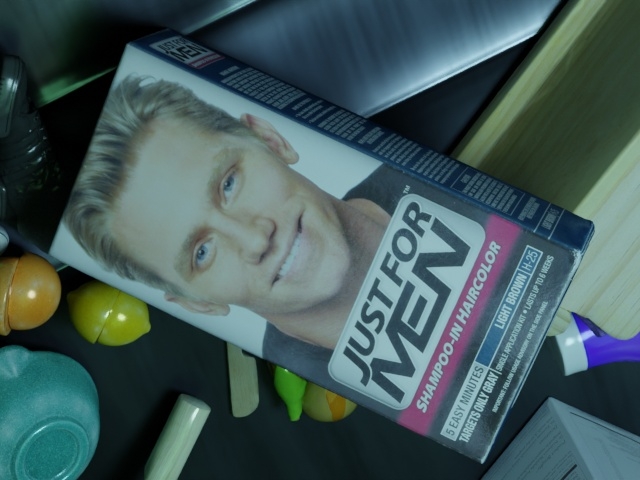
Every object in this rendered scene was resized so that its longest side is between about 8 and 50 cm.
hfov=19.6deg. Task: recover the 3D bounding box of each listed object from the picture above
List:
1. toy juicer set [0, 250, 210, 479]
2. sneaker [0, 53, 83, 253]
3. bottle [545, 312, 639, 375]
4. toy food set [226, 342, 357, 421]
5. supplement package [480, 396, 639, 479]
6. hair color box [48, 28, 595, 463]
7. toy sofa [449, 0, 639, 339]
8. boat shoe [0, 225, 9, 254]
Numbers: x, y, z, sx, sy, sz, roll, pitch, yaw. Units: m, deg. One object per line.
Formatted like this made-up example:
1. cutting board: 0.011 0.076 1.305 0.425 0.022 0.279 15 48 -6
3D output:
1. toy juicer set: -0.208 0.126 1.482 0.209 0.089 0.329 -49 132 -6
2. sneaker: -0.206 -0.061 1.369 0.089 0.051 0.170 3 126 -18
3. bottle: 0.322 0.034 1.537 0.282 0.118 0.092 -21 126 -3
4. toy food set: 0.018 0.094 1.539 0.192 0.038 0.132 -11 125 -9
5. supplement package: 0.247 0.276 1.598 0.139 0.244 0.134 25 113 -28
6. hair color box: 0.000 0.000 1.319 0.347 0.105 0.174 25 107 8
7. toy sofa: 0.242 -0.108 1.403 0.177 0.150 0.362 23 114 -33
8. boat shoe: -0.284 0.017 1.405 0.100 0.035 0.035 -16 125 -5
